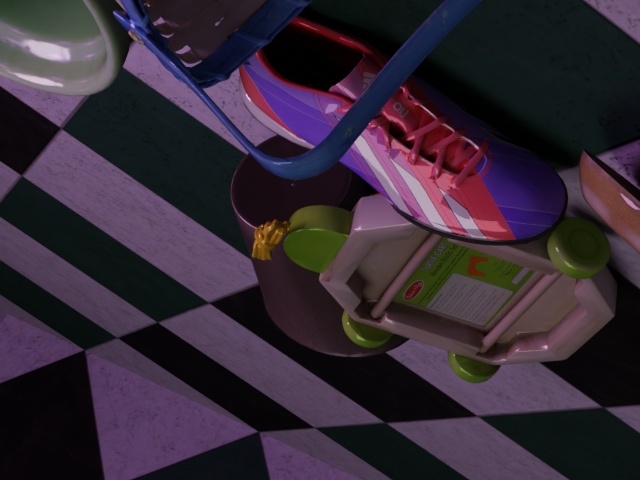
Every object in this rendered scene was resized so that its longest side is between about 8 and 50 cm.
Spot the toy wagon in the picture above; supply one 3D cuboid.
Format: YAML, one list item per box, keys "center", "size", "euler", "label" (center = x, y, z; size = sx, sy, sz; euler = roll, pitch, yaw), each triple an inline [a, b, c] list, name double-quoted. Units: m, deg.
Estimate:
- center: [0.106, 0.027, 1.462]
  size: [0.344, 0.068, 0.267]
  euler: [19, 148, -9]
  label: "toy wagon"

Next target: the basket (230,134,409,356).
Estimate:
- center: [0.000, 0.000, 1.611]
  size: [0.204, 0.154, 0.227]
  euler: [20, 156, 27]
  label: "basket"

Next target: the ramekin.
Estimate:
- center: [-0.262, -0.272, 1.264]
  size: [0.303, 0.148, 0.303]
  euler: [26, 158, 11]
  label: "ramekin"

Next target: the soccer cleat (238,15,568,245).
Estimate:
- center: [0.065, -0.099, 1.300]
  size: [0.318, 0.108, 0.116]
  euler: [30, 161, 14]
  label: "soccer cleat"

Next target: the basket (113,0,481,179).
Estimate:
- center: [-0.021, -0.205, 0.923]
  size: [0.289, 0.255, 0.201]
  euler: [42, 174, 30]
  label: "basket"

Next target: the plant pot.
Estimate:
- center: [0.285, 0.016, 1.176]
  size: [0.236, 0.032, 0.236]
  euler: [37, -170, -8]
  label: "plant pot"
